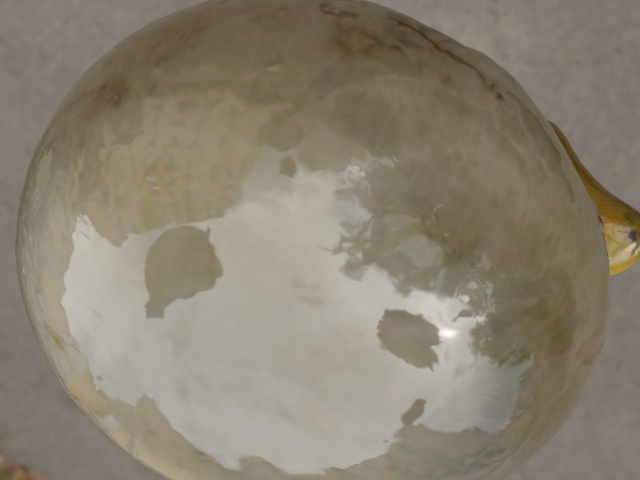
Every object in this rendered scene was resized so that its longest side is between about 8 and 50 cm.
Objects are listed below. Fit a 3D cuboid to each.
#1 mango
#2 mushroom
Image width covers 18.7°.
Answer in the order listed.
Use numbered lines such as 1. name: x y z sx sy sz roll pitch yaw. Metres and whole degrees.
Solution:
1. mango: 0.136 -0.041 1.319 0.190 0.075 0.098 39 134 3
2. mushroom: 0.000 0.000 1.188 0.362 0.294 0.362 8 133 9
